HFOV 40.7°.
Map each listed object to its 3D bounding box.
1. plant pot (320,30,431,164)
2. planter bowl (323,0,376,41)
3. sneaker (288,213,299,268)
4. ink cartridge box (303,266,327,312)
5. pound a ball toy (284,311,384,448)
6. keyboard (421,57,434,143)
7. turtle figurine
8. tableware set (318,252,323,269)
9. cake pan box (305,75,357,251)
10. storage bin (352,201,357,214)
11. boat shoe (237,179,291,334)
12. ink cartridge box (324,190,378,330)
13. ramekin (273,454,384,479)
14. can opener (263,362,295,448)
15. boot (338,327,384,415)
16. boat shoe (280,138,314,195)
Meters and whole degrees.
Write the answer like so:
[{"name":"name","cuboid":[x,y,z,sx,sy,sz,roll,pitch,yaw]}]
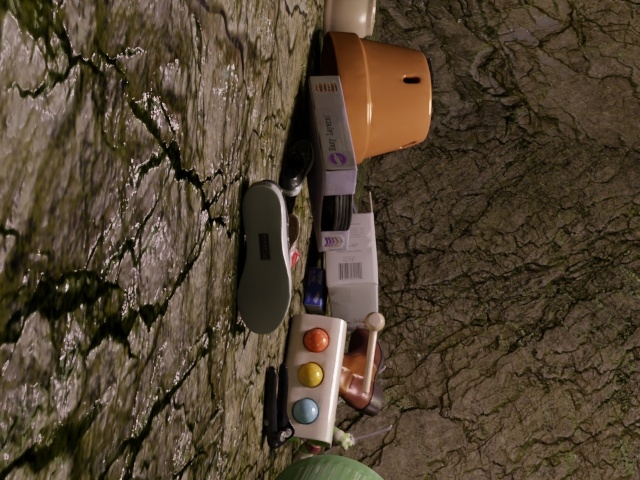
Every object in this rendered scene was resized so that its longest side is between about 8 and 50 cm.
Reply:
[{"name":"plant pot","cuboid":[0.118,-0.306,1.867,0.291,0.204,0.290,177,-90,-82]},{"name":"planter bowl","cuboid":[0.070,-0.521,1.973,0.162,0.109,0.162,7,90,-84]},{"name":"sneaker","cuboid":[-0.058,0.004,1.586,0.067,0.042,0.118,-48,152,-74]},{"name":"ink cartridge box","cuboid":[-0.008,0.135,2.256,0.207,0.046,0.097,69,27,-78]},{"name":"pound a ball toy","cuboid":[0.022,0.289,1.903,0.135,0.208,0.319,84,14,-67]},{"name":"keyboard","cuboid":[0.225,-0.314,1.907,0.180,0.023,0.108,95,-5,-45]},{"name":"turtle figurine","cuboid":[0.049,0.491,2.298,0.266,0.275,0.197,-60,-137,35]},{"name":"tableware set","cuboid":[0.000,0.000,2.316,0.141,0.020,0.168,-84,175,-62]},{"name":"cake pan box","cuboid":[0.015,-0.145,1.684,0.245,0.070,0.266,92,-8,-51]},{"name":"storage bin","cuboid":[0.048,-0.063,2.381,0.091,0.098,0.135,33,39,-72]},{"name":"boat shoe","cuboid":[-0.079,0.020,1.255,0.076,0.080,0.228,-63,151,-71]},{"name":"ink cartridge box","cuboid":[0.083,0.058,2.267,0.309,0.130,0.271,82,6,-62]},{"name":"ramekin","cuboid":[0.008,0.590,1.695,0.148,0.304,0.303,-19,116,-76]},{"name":"can opener","cuboid":[-0.087,0.322,1.675,0.059,0.073,0.186,-23,125,-38]},{"name":"boot","cuboid":[0.035,0.283,2.170,0.280,0.096,0.264,36,42,-33]},{"name":"boat shoe","cuboid":[-0.041,-0.141,1.576,0.040,0.049,0.142,90,11,-48]}]
